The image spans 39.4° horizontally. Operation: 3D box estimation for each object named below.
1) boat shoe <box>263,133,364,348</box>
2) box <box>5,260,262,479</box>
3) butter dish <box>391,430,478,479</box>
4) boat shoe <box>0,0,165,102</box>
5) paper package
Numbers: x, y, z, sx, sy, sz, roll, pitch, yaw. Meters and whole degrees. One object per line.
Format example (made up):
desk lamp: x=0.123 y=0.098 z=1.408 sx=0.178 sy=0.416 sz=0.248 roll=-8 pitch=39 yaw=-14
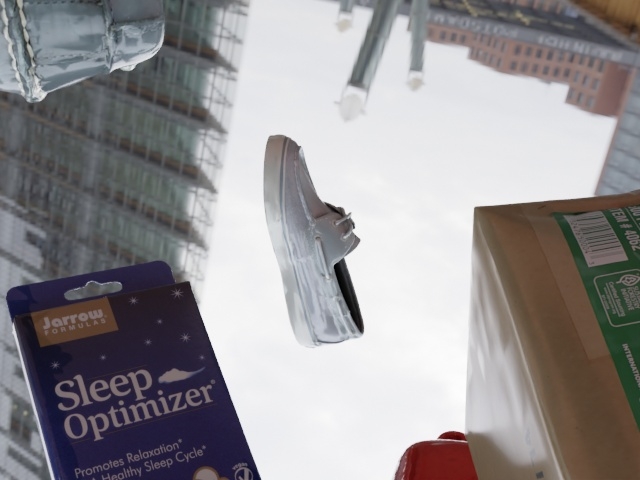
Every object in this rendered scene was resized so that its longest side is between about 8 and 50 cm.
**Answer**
boat shoe: x=0.000 y=0.001 z=0.869 sx=0.081 sy=0.227 sz=0.079 roll=-6 pitch=-154 yaw=12
box: x=-0.139 y=0.112 z=0.655 sx=0.137 sy=0.036 sz=0.225 roll=-11 pitch=-118 yaw=-27
butter dish: x=0.126 y=0.236 z=0.846 sx=0.160 sy=0.159 sz=0.118 roll=9 pitch=-131 yaw=-1
boat shoe: x=-0.130 y=-0.169 z=0.475 sx=0.099 sy=0.116 sz=0.319 roll=-5 pitch=-144 yaw=-7
paper package: x=0.204 y=0.172 z=0.522 sx=0.168 sy=0.309 sz=0.324 roll=-9 pitch=-130 yaw=0
